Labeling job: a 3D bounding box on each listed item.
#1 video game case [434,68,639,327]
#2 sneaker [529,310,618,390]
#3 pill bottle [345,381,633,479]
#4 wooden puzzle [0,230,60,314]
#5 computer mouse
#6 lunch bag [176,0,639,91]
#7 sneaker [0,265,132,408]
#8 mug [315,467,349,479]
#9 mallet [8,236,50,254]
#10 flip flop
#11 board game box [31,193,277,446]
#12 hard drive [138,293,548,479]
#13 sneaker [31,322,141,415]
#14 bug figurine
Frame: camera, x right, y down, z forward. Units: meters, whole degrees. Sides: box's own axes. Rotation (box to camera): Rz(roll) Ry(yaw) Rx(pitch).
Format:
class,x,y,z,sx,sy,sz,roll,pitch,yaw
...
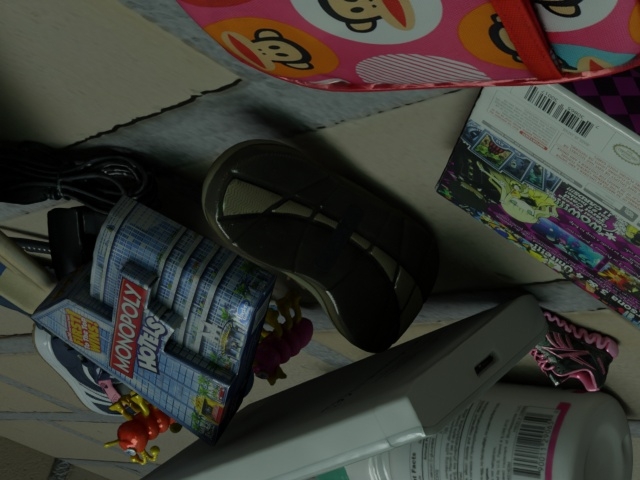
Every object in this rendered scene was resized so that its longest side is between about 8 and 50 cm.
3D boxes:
class,x,y,z,sx,sy,sz,roll,pitch,yaw
video game case,0.190,-0.018,0.745,0.232,0.042,0.210,34,161,8
sneaker,0.210,0.101,1.114,0.119,0.057,0.047,21,162,-5
pill bottle,0.175,0.229,1.330,0.283,0.160,0.160,2,155,38
wooden puzzle,-0.404,-0.063,1.037,0.322,0.080,0.348,30,163,19
computer mouse,-0.201,0.033,1.143,0.188,0.072,0.272,5,139,27
lunch bag,0.034,-0.170,0.474,0.258,0.120,0.293,2,157,26
sneaker,-0.251,0.123,1.448,0.319,0.131,0.112,18,160,0
mug,0.063,0.230,1.504,0.129,0.158,0.097,54,147,-13
mallet,-0.352,0.004,1.366,0.190,0.039,0.062,11,158,6
flip flop,0.000,0.000,0.977,0.277,0.112,0.080,34,-179,-43
board game box,-0.148,0.061,1.046,0.194,0.060,0.194,26,139,9
hard drive,0.006,0.157,1.090,0.353,0.233,0.047,-26,92,37
sneaker,-0.254,0.177,1.641,0.153,0.099,0.282,10,156,25
bug figurine,-0.111,0.147,1.294,0.072,0.216,0.279,54,149,-5
